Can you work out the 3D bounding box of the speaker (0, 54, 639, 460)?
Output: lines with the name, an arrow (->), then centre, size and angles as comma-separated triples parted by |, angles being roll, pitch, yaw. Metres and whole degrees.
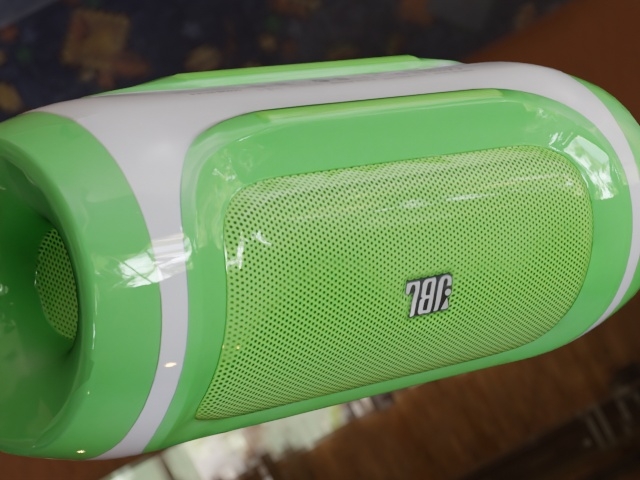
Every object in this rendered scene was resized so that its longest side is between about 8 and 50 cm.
speaker -> 0.000, 0.000, 0.737 | 0.296, 0.131, 0.131 | -10, 170, -43
